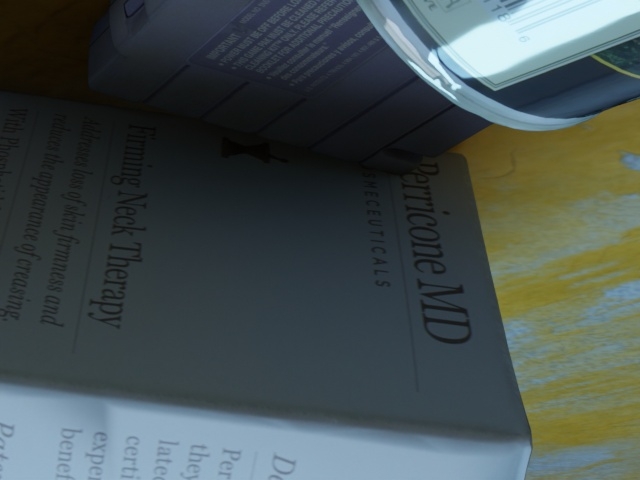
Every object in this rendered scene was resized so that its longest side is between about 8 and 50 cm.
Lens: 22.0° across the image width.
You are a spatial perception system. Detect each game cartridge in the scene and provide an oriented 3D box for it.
[{"bbox_3d":[0.040,-0.135,0.862,0.230,0.068,0.355,18,156,-24],"label":"game cartridge"}]

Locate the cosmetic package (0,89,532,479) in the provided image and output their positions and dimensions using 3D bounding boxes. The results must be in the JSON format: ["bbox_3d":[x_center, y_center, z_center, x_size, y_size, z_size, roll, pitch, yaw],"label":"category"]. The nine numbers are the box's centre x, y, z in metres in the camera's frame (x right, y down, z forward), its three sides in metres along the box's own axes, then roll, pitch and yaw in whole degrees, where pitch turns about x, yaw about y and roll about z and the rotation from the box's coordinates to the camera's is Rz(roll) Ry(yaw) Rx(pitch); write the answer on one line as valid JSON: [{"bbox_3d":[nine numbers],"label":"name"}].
[{"bbox_3d":[-0.114,0.130,1.025,0.394,0.329,0.327,7,120,-6],"label":"cosmetic package"}]

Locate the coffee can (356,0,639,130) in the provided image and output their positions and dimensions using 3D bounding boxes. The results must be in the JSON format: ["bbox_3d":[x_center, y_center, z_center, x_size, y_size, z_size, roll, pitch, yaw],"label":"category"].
[{"bbox_3d":[0.154,-0.167,0.540,0.202,0.201,0.275,20,155,-37],"label":"coffee can"}]
